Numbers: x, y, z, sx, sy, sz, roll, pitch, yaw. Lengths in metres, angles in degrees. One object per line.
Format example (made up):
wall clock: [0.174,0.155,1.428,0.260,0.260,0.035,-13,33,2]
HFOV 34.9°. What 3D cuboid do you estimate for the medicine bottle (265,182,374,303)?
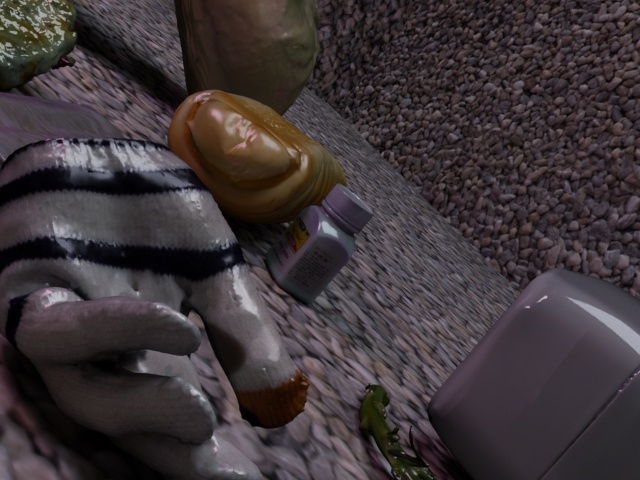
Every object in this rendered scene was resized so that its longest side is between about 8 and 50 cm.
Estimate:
medicine bottle: [0.000,0.000,1.078,0.055,0.118,0.074,37,12,-24]

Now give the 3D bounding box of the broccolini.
broccolini: [0.097,0.190,0.819,0.123,0.062,0.271,47,4,-22]

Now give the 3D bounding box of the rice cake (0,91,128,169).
rice cake: [-0.214,-0.071,0.796,0.106,0.050,0.298,41,10,7]

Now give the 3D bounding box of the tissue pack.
tissue pack: [0.265,0.167,0.994,0.236,0.229,0.333,41,10,15]

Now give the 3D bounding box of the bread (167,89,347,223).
bread: [-0.078,-0.091,1.181,0.173,0.121,0.311,38,9,9]

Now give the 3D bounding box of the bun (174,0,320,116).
bun: [-0.105,-0.347,1.518,0.213,0.361,0.361,-7,26,-12]

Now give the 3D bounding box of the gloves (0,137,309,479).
gloves: [-0.097,0.054,0.547,0.140,0.131,0.219,22,51,-65]

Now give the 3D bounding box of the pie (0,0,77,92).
pie: [-0.343,-0.232,0.890,0.274,0.105,0.257,37,20,-12]
